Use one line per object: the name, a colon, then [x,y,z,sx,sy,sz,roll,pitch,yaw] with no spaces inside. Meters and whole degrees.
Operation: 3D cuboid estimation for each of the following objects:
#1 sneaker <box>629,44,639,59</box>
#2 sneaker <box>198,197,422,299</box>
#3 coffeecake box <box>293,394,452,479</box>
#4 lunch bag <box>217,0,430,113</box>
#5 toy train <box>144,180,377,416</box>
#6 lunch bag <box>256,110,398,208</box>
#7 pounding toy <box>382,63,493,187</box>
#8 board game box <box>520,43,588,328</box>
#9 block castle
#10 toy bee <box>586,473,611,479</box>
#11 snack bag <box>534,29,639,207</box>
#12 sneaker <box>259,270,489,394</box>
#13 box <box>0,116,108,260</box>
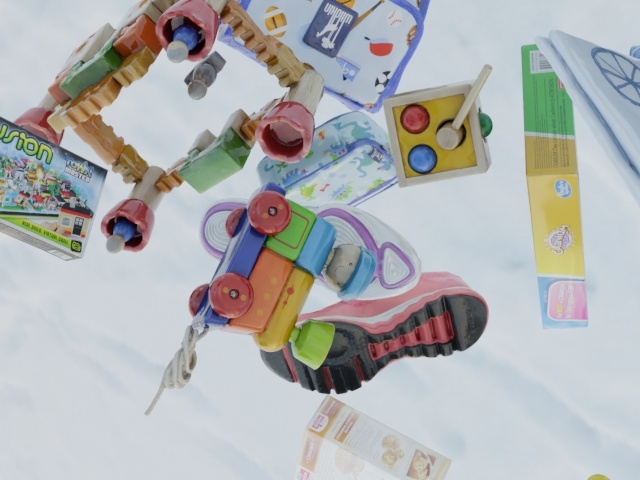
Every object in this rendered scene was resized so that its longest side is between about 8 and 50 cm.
sneaker: [0.471,-0.276,1.610,0.080,0.211,0.081,44,-170,-38]
sneaker: [0.000,0.000,1.696,0.305,0.152,0.114,15,96,24]
coffeecake box: [0.065,0.307,1.720,0.185,0.068,0.142,27,139,13]
lunch bag: [0.020,-0.448,2.274,0.328,0.385,0.239,24,161,-19]
toy train: [-0.052,0.082,1.233,0.143,0.248,0.105,28,164,-12]
lunch bag: [0.021,-0.112,2.141,0.176,0.219,0.090,35,-149,-56]
pounding toy: [0.154,-0.141,1.578,0.141,0.100,0.130,-9,99,15]
board game box: [0.316,-0.069,1.746,0.064,0.242,0.316,-4,139,11]
block castle: [-0.245,-0.183,1.998,0.453,0.213,0.303,-27,117,37]
toy bee: [0.447,0.365,1.668,0.298,0.162,0.195,-20,109,26]
snack bag: [0.389,-0.059,1.227,0.037,0.342,0.323,-54,44,33]
sneaker: [0.069,0.117,1.792,0.136,0.314,0.116,-109,7,-63]
box: [-0.341,-0.067,1.436,0.207,0.114,0.036,27,157,-37]
